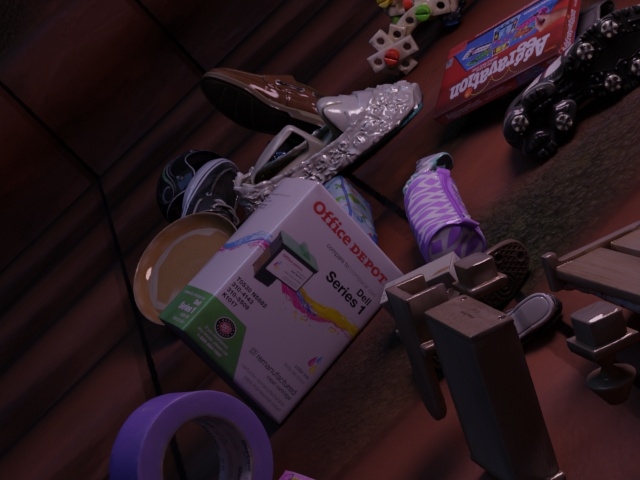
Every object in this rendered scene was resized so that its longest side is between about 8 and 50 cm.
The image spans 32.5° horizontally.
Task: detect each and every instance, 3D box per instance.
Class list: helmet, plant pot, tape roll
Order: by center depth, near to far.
[{"bbox_3d":[-0.157,0.280,1.346,0.080,0.189,0.189,-16,34,53],"label":"tape roll"},{"bbox_3d":[-0.242,0.057,2.044,0.236,0.032,0.236,-15,56,23],"label":"plant pot"},{"bbox_3d":[-0.272,-0.111,2.366,0.169,0.169,0.161,-36,38,19],"label":"helmet"}]

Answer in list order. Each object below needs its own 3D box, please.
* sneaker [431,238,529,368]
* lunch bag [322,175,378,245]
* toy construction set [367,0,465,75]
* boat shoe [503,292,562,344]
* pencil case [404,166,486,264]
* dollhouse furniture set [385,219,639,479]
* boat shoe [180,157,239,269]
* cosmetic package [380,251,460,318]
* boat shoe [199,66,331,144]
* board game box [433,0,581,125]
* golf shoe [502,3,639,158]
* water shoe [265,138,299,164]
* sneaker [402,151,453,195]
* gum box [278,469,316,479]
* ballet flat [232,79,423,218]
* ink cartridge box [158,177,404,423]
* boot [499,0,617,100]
[{"bbox_3d":[0.171,0.069,1.322,0.188,0.066,0.071,-47,20,-11],"label":"sneaker"},{"bbox_3d":[0.000,0.000,1.742,0.176,0.090,0.219,-38,21,11],"label":"lunch bag"},{"bbox_3d":[0.186,-0.480,2.245,0.215,0.151,0.328,-8,41,18],"label":"toy construction set"},{"bbox_3d":[0.214,0.097,1.228,0.125,0.038,0.046,-39,62,28],"label":"boat shoe"},{"bbox_3d":[0.166,-0.027,1.486,0.206,0.086,0.088,-107,31,-66],"label":"pencil case"},{"bbox_3d":[0.293,0.085,1.088,0.355,0.174,0.303,-23,16,-15],"label":"dollhouse furniture set"},{"bbox_3d":[-0.217,-0.030,2.202,0.119,0.121,0.335,-13,47,42],"label":"boat shoe"},{"bbox_3d":[0.139,0.066,1.399,0.115,0.060,0.041,-30,25,36],"label":"cosmetic package"},{"bbox_3d":[-0.089,-0.279,2.212,0.104,0.307,0.111,-61,-6,-33],"label":"boat shoe"},{"bbox_3d":[0.286,-0.287,1.698,0.281,0.027,0.145,-24,44,52],"label":"board game box"},{"bbox_3d":[0.359,-0.233,1.520,0.273,0.105,0.120,-39,14,12],"label":"golf shoe"},{"bbox_3d":[-0.090,-0.164,2.243,0.073,0.080,0.203,-15,35,53],"label":"water shoe"},{"bbox_3d":[0.159,-0.101,1.727,0.098,0.038,0.069,-38,17,-13],"label":"sneaker"},{"bbox_3d":[-0.012,0.319,1.178,0.107,0.062,0.188,-52,22,-21],"label":"gum box"},{"bbox_3d":[0.003,-0.180,2.029,0.409,0.147,0.147,-39,21,10],"label":"ballet flat"},{"bbox_3d":[-0.050,0.078,1.522,0.278,0.201,0.117,-48,22,-14],"label":"ink cartridge box"},{"bbox_3d":[0.365,-0.323,1.716,0.208,0.076,0.190,-35,35,41],"label":"boot"}]
